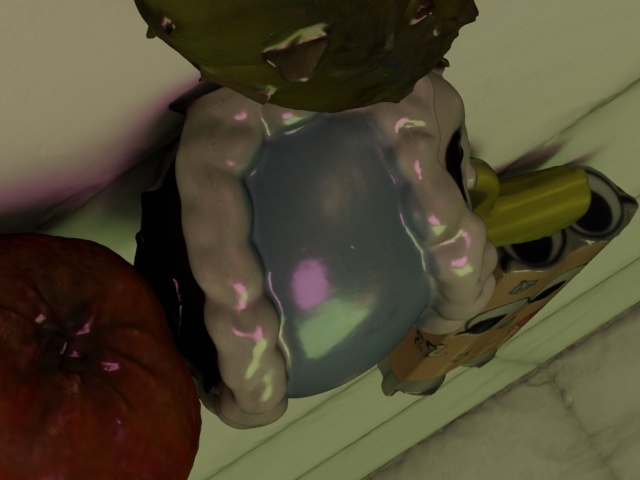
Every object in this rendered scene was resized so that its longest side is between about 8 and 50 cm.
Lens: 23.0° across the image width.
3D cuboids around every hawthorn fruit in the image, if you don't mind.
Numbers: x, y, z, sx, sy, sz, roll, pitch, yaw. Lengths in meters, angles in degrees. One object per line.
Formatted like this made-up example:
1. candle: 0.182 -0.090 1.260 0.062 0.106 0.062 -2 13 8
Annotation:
1. hawthorn fruit: -0.163 0.094 0.785 0.179 0.179 0.200 -16 158 -48

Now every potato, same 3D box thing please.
1. potato: -0.007 -0.105 0.595 0.117 0.090 0.225 -50 159 11

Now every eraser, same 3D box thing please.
1. eraser: 0.164 0.043 1.486 0.171 0.087 0.290 -22 163 -29

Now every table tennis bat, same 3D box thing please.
1. table tennis bat: 0.080 -0.004 1.218 0.369 0.054 0.224 -14 159 -41

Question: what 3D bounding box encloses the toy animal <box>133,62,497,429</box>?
1. toy animal: 0.000 0.000 0.848 0.204 0.156 0.208 -23 168 -17
